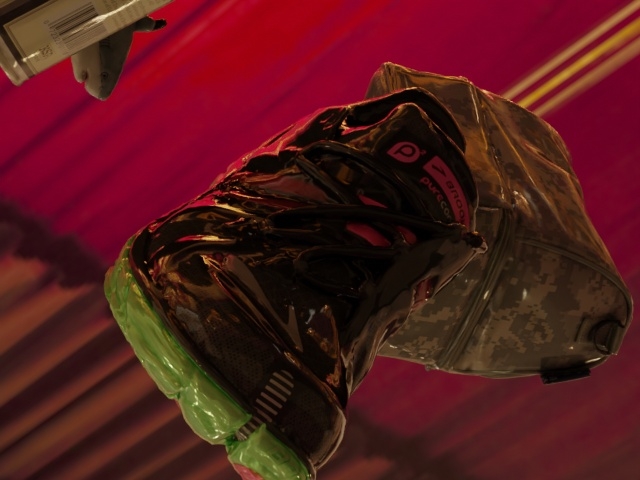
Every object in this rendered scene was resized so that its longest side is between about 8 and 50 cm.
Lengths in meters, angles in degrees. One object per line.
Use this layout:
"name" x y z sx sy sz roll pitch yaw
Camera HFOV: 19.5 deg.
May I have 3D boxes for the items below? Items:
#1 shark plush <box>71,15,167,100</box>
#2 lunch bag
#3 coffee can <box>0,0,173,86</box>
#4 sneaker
"shark plush" -0.167 -0.201 1.649 0.067 0.073 0.161 38 -113 3
"lunch bag" 0.162 -0.009 1.860 0.256 0.212 0.305 10 -146 -15
"coffee can" -0.174 -0.277 1.513 0.201 0.275 0.201 62 177 5
"sneaker" 0.000 0.000 1.242 0.185 0.202 0.483 48 -158 -12
